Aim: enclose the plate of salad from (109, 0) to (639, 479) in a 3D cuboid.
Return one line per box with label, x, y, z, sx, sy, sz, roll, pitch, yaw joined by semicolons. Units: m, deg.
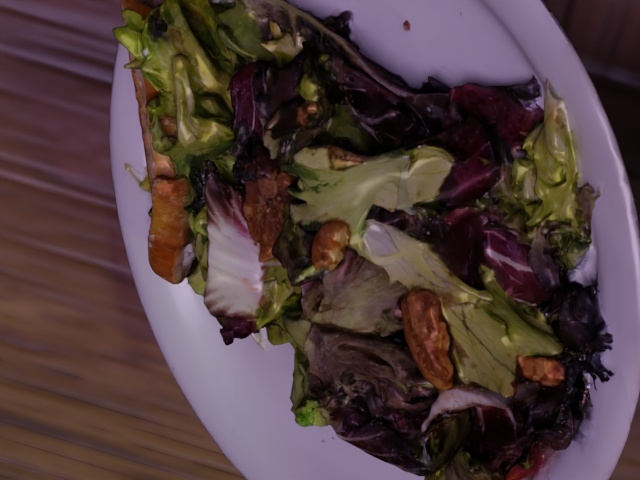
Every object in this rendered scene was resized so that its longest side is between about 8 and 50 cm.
plate of salad;0.000;0.000;0.526;0.200;0.048;0.200;19;118;42
